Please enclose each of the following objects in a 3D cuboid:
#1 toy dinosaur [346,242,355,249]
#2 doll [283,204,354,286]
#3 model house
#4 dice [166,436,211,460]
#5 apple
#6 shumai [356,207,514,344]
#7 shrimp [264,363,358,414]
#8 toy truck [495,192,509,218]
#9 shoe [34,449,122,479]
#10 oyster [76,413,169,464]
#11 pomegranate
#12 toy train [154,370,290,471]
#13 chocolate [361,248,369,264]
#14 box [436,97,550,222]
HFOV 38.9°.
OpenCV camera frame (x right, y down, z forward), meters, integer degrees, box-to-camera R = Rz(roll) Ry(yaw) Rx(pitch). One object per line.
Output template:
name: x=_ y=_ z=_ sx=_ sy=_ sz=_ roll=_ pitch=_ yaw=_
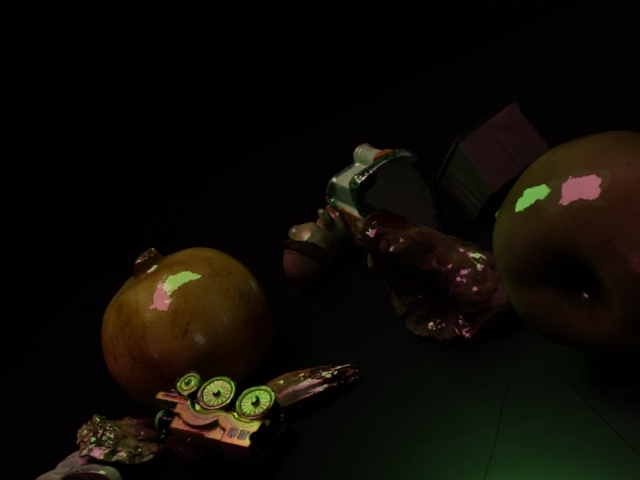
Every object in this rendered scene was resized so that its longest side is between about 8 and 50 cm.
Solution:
toy dinosaur: x=0.097 y=-0.008 z=2.488 sx=0.083 sy=0.030 sz=0.047 roll=-45 pitch=22 yaw=-29
doll: x=-0.003 y=-0.001 z=2.387 sx=0.152 sy=0.196 sz=0.256 roll=30 pitch=76 yaw=38
model house: x=0.127 y=-0.108 z=2.212 sx=0.190 sy=0.271 sz=0.301 roll=-38 pitch=32 yaw=-16
dice: x=-0.275 y=0.412 z=1.951 sx=0.093 sy=0.094 sz=0.091 roll=-11 pitch=32 yaw=49
apple: x=0.450 y=-0.006 z=1.387 sx=0.357 sy=0.357 sz=0.357 roll=-30 pitch=18 yaw=11
shumai: x=0.221 y=0.031 z=1.767 sx=0.217 sy=0.283 sz=0.346 roll=-42 pitch=18 yaw=-19
shrimp: x=-0.031 y=0.300 z=1.878 sx=0.267 sy=0.061 sz=0.145 roll=-26 pitch=10 yaw=29
toy truck: x=0.428 y=-0.053 z=1.976 sx=0.077 sy=0.076 sz=0.111 roll=-59 pitch=17 yaw=0
shoe: x=-0.512 y=0.525 z=2.039 sx=0.316 sy=0.124 sz=0.159 roll=-18 pitch=16 yaw=40
oyster: x=-0.436 y=0.437 z=2.023 sx=0.214 sy=0.083 sz=0.223 roll=2 pitch=10 yaw=-10
pomegranate: x=-0.316 y=0.195 z=2.106 sx=0.417 sy=0.416 sz=0.416 roll=-30 pitch=18 yaw=11
toy train: x=-0.206 y=0.356 z=1.808 sx=0.296 sy=0.100 sz=0.160 roll=5 pitch=47 yaw=32
chocolate: x=0.149 y=0.005 z=2.372 sx=0.086 sy=0.028 sz=0.182 roll=-29 pitch=20 yaw=22
box: x=0.391 y=-0.176 z=2.073 sx=0.188 sy=0.153 sz=0.252 roll=-37 pitch=-10 yaw=-14
